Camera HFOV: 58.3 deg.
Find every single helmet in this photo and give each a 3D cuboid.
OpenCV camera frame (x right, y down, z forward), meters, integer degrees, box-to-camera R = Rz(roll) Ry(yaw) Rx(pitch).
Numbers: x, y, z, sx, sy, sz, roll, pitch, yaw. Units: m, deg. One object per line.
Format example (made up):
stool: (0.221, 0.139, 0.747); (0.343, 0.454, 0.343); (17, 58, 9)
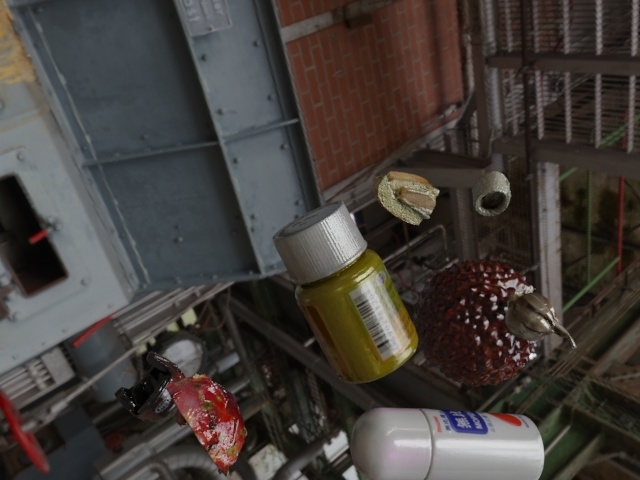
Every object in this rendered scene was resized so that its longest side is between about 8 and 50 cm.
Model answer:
helmet: (-0.515, 0.465, 1.791); (0.193, 0.189, 0.216); (46, -11, -26)

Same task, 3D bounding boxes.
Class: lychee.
lychee: (0.513, 0.294, 1.953); (0.424, 0.424, 0.500); (44, -55, 26)

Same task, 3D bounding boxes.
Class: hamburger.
hamburger: (0.232, -0.139, 1.743); (0.155, 0.207, 0.135); (46, -58, 55)

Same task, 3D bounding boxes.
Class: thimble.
thimble: (0.505, -0.138, 1.699); (0.102, 0.090, 0.115); (30, -46, -21)

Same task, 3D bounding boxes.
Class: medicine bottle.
medicine bottle: (0.055, 0.119, 1.342); (0.224, 0.224, 0.384); (-6, -65, 60)
medicine bottle: (0.219, 0.372, 1.034); (0.130, 0.340, 0.130); (-173, -90, -76)

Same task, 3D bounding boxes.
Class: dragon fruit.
dragon fruit: (-0.261, 0.396, 1.339); (0.274, 0.126, 0.161); (44, -15, 36)

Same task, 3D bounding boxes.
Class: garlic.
garlic: (0.562, 0.214, 1.454); (0.194, 0.131, 0.127); (38, -63, 33)

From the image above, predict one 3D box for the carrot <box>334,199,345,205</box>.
carrot: (0.000, 0.000, 1.562); (0.043, 0.043, 0.248); (36, -79, 37)
